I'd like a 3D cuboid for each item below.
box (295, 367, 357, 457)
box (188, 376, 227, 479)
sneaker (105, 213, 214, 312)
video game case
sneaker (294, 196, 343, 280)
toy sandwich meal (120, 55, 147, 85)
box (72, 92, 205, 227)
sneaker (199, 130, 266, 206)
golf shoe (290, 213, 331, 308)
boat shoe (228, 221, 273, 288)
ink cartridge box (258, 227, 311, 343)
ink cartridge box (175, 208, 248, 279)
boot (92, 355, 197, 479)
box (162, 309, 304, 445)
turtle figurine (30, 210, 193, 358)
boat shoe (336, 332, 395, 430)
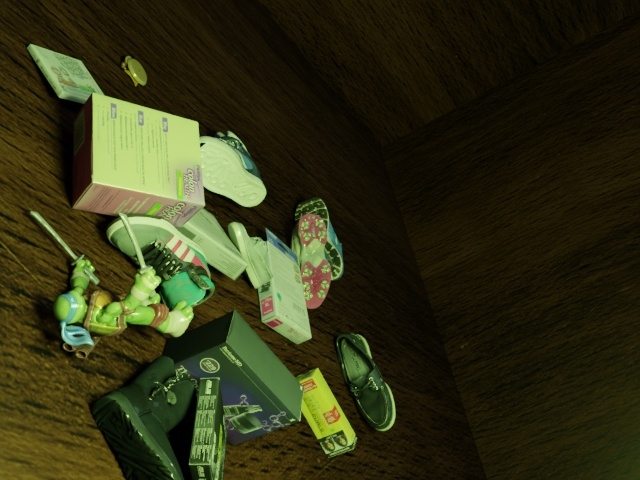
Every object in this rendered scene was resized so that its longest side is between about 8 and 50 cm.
[{"bbox_3d":[0.008,0.469,1.803,0.232,0.087,0.058,63,19,-6],"label":"box"},{"bbox_3d":[-0.211,0.393,1.264,0.191,0.045,0.184,-93,-175,-51],"label":"box"},{"bbox_3d":[-0.327,0.069,1.411,0.295,0.124,0.178,36,24,-56],"label":"sneaker"},{"bbox_3d":[-0.554,-0.360,1.469,0.143,0.019,0.157,54,18,12],"label":"video game case"},{"bbox_3d":[0.000,0.000,2.378,0.147,0.129,0.330,53,20,-71],"label":"sneaker"},{"bbox_3d":[-0.498,-0.450,1.767,0.085,0.029,0.085,57,18,-31],"label":"toy sandwich meal"},{"bbox_3d":[-0.383,-0.163,1.393,0.243,0.117,0.214,10,59,-37],"label":"box"},{"bbox_3d":[-0.294,-0.245,1.885,0.323,0.130,0.236,39,16,-52],"label":"sneaker"},{"bbox_3d":[-0.039,0.073,2.153,0.115,0.140,0.306,6,77,-24],"label":"golf shoe"},{"bbox_3d":[-0.183,0.029,1.784,0.079,0.081,0.227,44,-22,46],"label":"boat shoe"},{"bbox_3d":[-0.117,0.133,1.952,0.186,0.065,0.311,42,31,-47],"label":"ink cartridge box"},{"bbox_3d":[-0.324,-0.043,1.650,0.275,0.060,0.239,41,4,-47],"label":"ink cartridge box"},{"bbox_3d":[-0.278,0.345,1.203,0.246,0.094,0.207,58,23,2],"label":"boot"},{"bbox_3d":[-0.182,0.293,1.387,0.261,0.184,0.103,53,21,-27],"label":"box"},{"bbox_3d":[-0.355,0.073,1.206,0.266,0.197,0.275,36,37,-61],"label":"turtle figurine"},{"bbox_3d":[0.132,0.439,2.107,0.113,0.127,0.340,36,31,-51],"label":"boat shoe"}]
